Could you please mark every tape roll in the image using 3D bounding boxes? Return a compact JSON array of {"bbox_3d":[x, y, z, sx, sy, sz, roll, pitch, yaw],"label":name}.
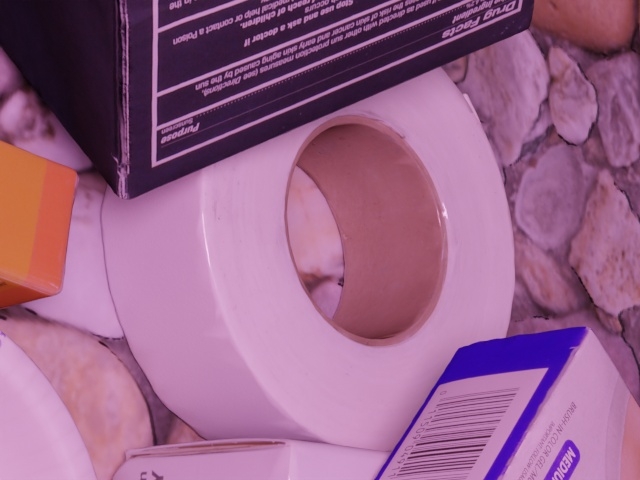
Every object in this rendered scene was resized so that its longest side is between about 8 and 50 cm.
[{"bbox_3d":[0.000,0.000,1.154,0.286,0.100,0.286,12,73,-42],"label":"tape roll"}]

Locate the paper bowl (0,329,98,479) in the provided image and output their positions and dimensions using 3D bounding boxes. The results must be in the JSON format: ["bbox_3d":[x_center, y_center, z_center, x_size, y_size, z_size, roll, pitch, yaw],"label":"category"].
[{"bbox_3d":[-0.250,0.162,0.838,0.284,0.148,0.284,13,72,-43],"label":"paper bowl"}]

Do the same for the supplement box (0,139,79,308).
[{"bbox_3d":[-0.244,-0.032,0.938,0.233,0.080,0.078,24,64,-41],"label":"supplement box"}]

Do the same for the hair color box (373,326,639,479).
[{"bbox_3d":[0.162,0.239,1.029,0.338,0.110,0.185,57,46,-22],"label":"hair color box"}]

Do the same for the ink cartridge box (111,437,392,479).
[{"bbox_3d":[0.060,0.283,1.108,0.385,0.160,0.279,14,71,-42],"label":"ink cartridge box"}]

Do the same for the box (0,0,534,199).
[{"bbox_3d":[-0.026,-0.223,0.969,0.296,0.294,0.182,-24,55,-25],"label":"box"}]
